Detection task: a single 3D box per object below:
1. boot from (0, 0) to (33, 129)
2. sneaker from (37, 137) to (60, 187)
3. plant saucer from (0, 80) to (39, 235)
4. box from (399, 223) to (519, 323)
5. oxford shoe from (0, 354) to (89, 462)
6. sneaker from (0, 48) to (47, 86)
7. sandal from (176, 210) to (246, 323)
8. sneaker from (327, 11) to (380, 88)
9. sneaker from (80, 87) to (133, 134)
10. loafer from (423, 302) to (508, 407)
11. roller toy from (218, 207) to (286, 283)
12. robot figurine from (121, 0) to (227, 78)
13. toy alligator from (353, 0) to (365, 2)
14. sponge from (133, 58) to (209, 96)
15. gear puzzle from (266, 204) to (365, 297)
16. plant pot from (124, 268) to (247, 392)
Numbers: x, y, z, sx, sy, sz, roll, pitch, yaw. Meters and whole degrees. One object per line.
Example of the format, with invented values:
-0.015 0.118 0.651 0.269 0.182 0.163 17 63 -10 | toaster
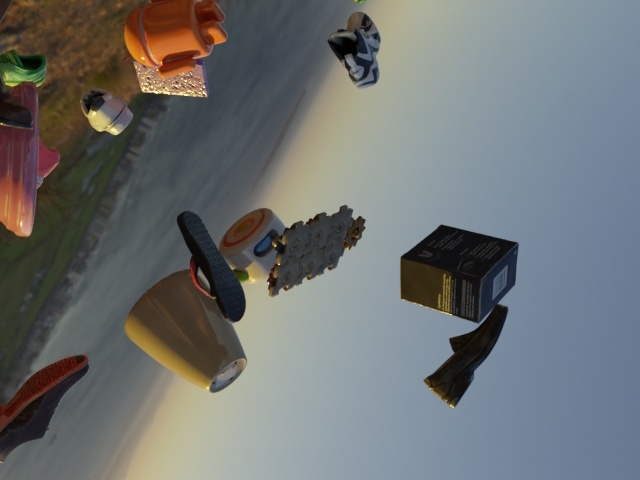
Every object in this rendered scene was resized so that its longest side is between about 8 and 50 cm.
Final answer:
-0.548 -0.353 1.267 0.280 0.264 0.096 -61 160 9 | boot
-0.805 -0.284 1.922 0.136 0.314 0.116 -44 -145 -8 | sneaker
-0.658 -0.175 1.593 0.332 0.084 0.332 -178 -90 -66 | plant saucer
0.246 0.055 1.323 0.156 0.158 0.093 -33 130 -45 | box
-0.577 0.341 1.527 0.271 0.098 0.097 -38 -156 -10 | oxford shoe
-0.938 -0.508 2.179 0.295 0.109 0.123 -24 163 -50 | sneaker
-0.161 0.041 1.061 0.040 0.179 0.067 -35 165 20 | sandal
0.082 -0.516 1.883 0.153 0.094 0.235 40 47 -54 | sneaker
-0.486 -0.301 1.661 0.094 0.091 0.258 -50 -152 -10 | sneaker
0.214 0.159 1.086 0.170 0.061 0.062 -58 164 3 | loafer
-0.178 0.008 2.066 0.191 0.146 0.209 -27 -153 23 | roller toy
-0.304 -0.427 1.517 0.128 0.219 0.158 -83 160 -59 | robot figurine
0.037 -0.505 1.441 0.056 0.189 0.051 -21 -122 51 | toy alligator
-0.435 -0.482 2.188 0.117 0.210 0.031 85 14 -49 | sponge
0.000 0.000 1.637 0.339 0.044 0.175 -22 135 -50 | gear puzzle
-0.327 0.260 1.954 0.256 0.274 0.256 -38 157 -20 | plant pot
